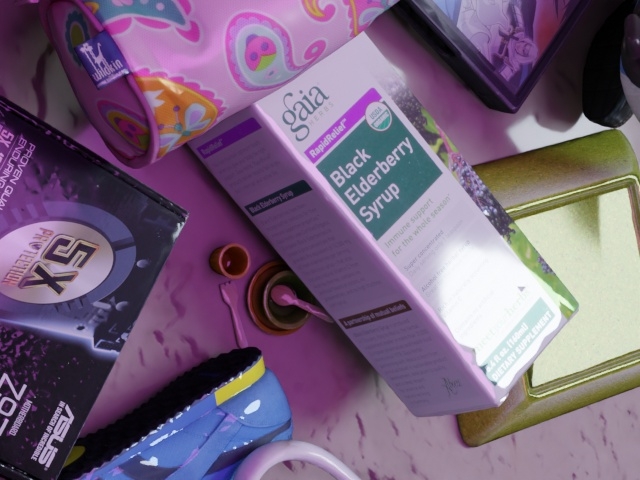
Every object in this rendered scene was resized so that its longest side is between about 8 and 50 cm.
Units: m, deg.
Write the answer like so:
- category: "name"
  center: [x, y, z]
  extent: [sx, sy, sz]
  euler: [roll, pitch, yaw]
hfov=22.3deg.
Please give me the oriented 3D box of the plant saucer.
- category: "plant saucer"
  center: [0.168, 0.031, 1.120]
  extent: [0.188, 0.045, 0.188]
  euler: [-16, 98, -29]

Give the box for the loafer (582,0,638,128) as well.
- category: "loafer"
  center: [0.239, -0.149, 1.153]
  extent: [0.061, 0.062, 0.170]
  euler: [34, 75, -30]

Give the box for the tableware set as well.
- category: "tableware set"
  center: [0.000, 0.000, 1.036]
  extent: [0.154, 0.024, 0.104]
  euler: [-21, 100, -28]

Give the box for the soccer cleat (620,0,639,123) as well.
- category: "soccer cleat"
  center: [0.292, -0.191, 1.105]
  extent: [0.331, 0.116, 0.143]
  euler: [-59, 146, -23]

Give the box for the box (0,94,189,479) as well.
- category: "box"
  center: [-0.183, 0.027, 0.901]
  extent: [0.147, 0.077, 0.180]
  euler: [33, 74, -26]

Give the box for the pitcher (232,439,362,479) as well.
- category: "pitcher"
  center: [0.032, 0.209, 0.992]
  extent: [0.207, 0.125, 0.177]
  euler: [5, 104, -22]

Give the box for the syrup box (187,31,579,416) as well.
- category: "syrup box"
  center: [0.038, -0.011, 0.991]
  extent: [0.093, 0.096, 0.237]
  euler: [-45, 103, -29]

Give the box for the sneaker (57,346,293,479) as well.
- category: "sneaker"
  center: [-0.103, 0.143, 0.953]
  extent: [0.209, 0.069, 0.082]
  euler: [-29, 107, -27]

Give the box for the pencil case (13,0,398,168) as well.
- category: "pencil case"
  center: [-0.022, -0.155, 0.895]
  extent: [0.284, 0.124, 0.124]
  euler: [-34, 106, -18]

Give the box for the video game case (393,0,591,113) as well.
- category: "video game case"
  center: [0.124, -0.264, 1.057]
  extent: [0.248, 0.035, 0.275]
  euler: [41, 77, -36]
